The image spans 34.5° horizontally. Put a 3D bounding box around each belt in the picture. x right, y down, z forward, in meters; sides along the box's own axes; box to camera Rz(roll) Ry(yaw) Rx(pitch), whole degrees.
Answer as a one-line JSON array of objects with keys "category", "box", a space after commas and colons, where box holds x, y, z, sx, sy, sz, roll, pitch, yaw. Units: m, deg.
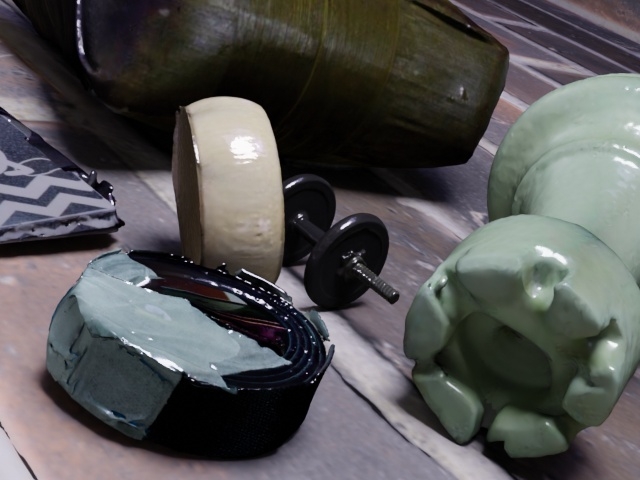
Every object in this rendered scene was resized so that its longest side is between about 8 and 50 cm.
[{"category": "belt", "box": [-0.063, 0.056, 0.509, 0.140, 0.058, 0.105, 17, 27, -18]}]

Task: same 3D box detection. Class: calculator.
[{"category": "calculator", "box": [-0.261, -0.065, 0.665, 0.166, 0.028, 0.274, -9, 34, -45]}]

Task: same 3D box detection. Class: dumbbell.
[{"category": "dumbbell", "box": [0.000, 0.000, 0.676, 0.069, 0.069, 0.147, -3, 31, -44]}]

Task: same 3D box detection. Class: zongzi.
[{"category": "zongzi", "box": [-0.082, -0.200, 0.954, 0.403, 0.208, 0.432, 10, 11, -37]}]

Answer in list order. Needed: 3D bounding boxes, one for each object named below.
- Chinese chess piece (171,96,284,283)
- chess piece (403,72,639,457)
[{"category": "Chinese chess piece", "box": [-0.057, -0.024, 0.614, 0.051, 0.122, 0.122, -3, 28, -14]}, {"category": "chess piece", "box": [0.164, 0.013, 0.660, 0.194, 0.194, 0.299, 27, 31, 18]}]
